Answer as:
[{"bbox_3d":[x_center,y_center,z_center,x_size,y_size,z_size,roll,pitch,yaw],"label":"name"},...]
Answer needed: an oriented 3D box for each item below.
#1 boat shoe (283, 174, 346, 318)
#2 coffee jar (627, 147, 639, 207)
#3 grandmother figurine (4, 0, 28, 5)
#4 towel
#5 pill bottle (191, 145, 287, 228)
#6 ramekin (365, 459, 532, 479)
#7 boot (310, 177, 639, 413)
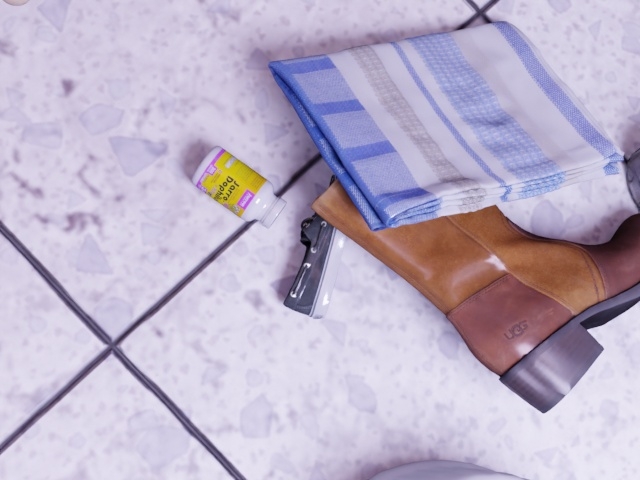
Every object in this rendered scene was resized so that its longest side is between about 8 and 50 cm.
[{"bbox_3d":[0.000,0.000,0.961,0.040,0.049,0.142,15,76,-7],"label":"boat shoe"},{"bbox_3d":[0.405,-0.080,1.040,0.184,0.096,0.079,-17,83,-15],"label":"coffee jar"},{"bbox_3d":[-0.328,-0.266,0.865,0.208,0.104,0.342,22,101,-18],"label":"grandmother figurine"},{"bbox_3d":[0.119,-0.115,0.959,0.285,0.034,0.209,-15,58,-29],"label":"towel"},{"bbox_3d":[-0.073,-0.047,0.960,0.083,0.043,0.043,35,72,-1],"label":"pill bottle"},{"bbox_3d":[0.121,0.317,0.860,0.277,0.135,0.277,3,76,-11],"label":"ramekin"},{"bbox_3d":[0.166,-0.016,0.976,0.280,0.096,0.264,43,63,8],"label":"boot"}]
